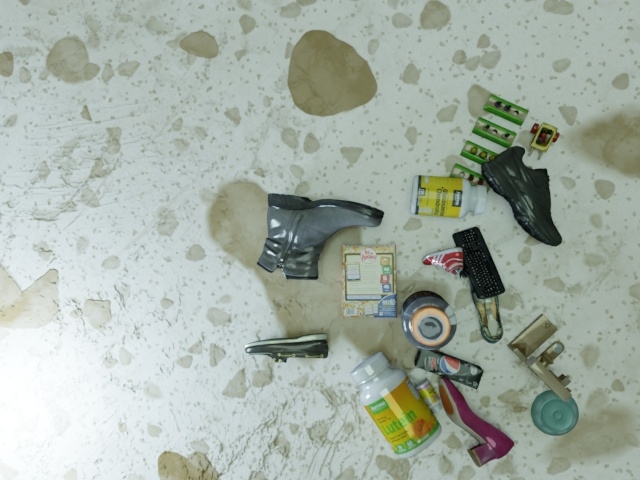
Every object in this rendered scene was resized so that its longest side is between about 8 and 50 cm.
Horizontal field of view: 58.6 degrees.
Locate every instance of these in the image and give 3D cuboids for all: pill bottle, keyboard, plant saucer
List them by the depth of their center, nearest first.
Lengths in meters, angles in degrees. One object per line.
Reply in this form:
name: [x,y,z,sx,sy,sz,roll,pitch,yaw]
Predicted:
pill bottle: [0.264,0.195,1.400,0.130,0.245,0.130,0,89,7]
pill bottle: [0.186,0.415,1.462,0.136,0.136,0.246,-35,85,6]
keyboard: [0.393,0.058,1.462,0.100,0.038,0.192,-20,67,5]
plant saucer: [0.605,0.445,1.466,0.119,0.021,0.119,0,89,8]
pill bottle: [0.327,-0.111,1.467,0.184,0.103,0.103,5,90,8]
pill bottle: [0.285,0.410,1.496,0.043,0.043,0.083,-32,86,6]

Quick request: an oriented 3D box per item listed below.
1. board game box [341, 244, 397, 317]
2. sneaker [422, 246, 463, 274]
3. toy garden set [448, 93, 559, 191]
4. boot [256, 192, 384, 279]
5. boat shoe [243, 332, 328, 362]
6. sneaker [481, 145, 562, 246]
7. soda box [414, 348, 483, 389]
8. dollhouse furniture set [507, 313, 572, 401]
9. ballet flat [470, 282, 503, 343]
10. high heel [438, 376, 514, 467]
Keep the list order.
board game box: [0.131,0.108,1.518,0.147,0.045,0.193,0,89,8]
sneaker: [0.315,0.063,1.470,0.118,0.042,0.067,-22,64,41]
toy garden set: [0.481,-0.231,1.476,0.204,0.049,0.244,26,93,7]
boot: [0.000,0.000,1.496,0.338,0.118,0.223,8,93,28]
boat shoe: [-0.092,0.293,1.526,0.227,0.081,0.069,-7,84,5]
sneaker: [0.529,-0.110,1.423,0.130,0.109,0.286,-38,101,3]
soda box: [0.331,0.327,1.483,0.169,0.060,0.053,19,91,7]
dollhouse furniture set: [0.573,0.284,1.408,0.123,0.151,0.144,-44,87,5]
ballet flat: [0.433,0.173,1.470,0.070,0.070,0.188,-15,87,7]
high heel: [0.401,0.449,1.476,0.117,0.082,0.244,-23,75,-17]
